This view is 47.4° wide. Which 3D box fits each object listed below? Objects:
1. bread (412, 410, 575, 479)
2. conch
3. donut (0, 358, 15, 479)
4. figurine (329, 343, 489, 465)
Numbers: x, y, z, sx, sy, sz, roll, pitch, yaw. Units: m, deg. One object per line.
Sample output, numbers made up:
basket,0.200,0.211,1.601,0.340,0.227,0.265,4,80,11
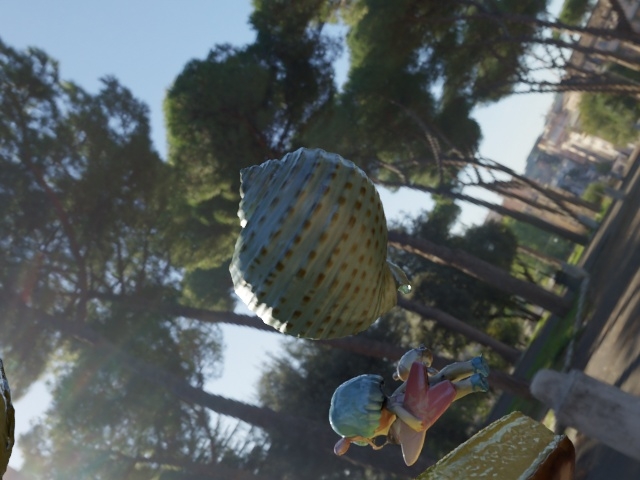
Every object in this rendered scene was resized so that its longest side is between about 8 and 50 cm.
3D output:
bread,0.211,0.431,0.968,0.333,0.143,0.324,-13,-66,-50
conch,-0.001,-0.008,0.716,0.172,0.199,0.131,-54,-19,-34
donut,-0.362,0.156,0.588,0.272,0.272,0.107,-59,-30,-15
figurine,0.127,0.218,1.096,0.260,0.103,0.205,-27,32,26
